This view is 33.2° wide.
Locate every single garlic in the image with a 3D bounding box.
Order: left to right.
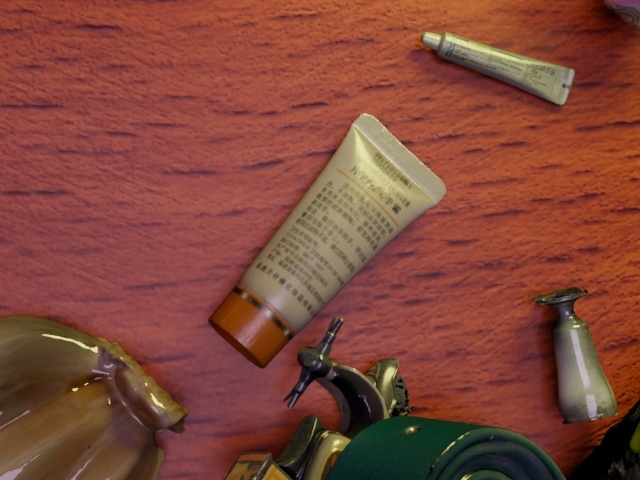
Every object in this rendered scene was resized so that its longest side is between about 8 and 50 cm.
[{"bbox_3d":[-0.322,0.218,1.171,0.325,0.132,0.279,-34,84,-12],"label":"garlic"}]

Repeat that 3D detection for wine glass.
[{"bbox_3d":[0.304,0.136,1.279,0.072,0.072,0.155,-13,90,-7],"label":"wine glass"}]

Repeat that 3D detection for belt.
[{"bbox_3d":[0.154,0.396,1.140,0.300,0.173,0.436,-32,105,-35],"label":"belt"}]

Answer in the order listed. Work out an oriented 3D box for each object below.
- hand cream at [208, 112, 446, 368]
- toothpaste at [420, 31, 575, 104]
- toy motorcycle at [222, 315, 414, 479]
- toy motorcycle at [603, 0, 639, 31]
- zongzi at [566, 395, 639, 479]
[{"bbox_3d":[0.000,0.000,1.238,0.139,0.089,0.314,45,79,-5],"label":"hand cream"},{"bbox_3d":[0.214,-0.215,1.299,0.197,0.029,0.048,17,89,-9],"label":"toothpaste"},{"bbox_3d":[0.009,0.218,1.196,0.157,0.091,0.263,46,56,-21],"label":"toy motorcycle"},{"bbox_3d":[0.439,-0.359,1.285,0.327,0.143,0.188,-17,99,-22],"label":"toy motorcycle"},{"bbox_3d":[0.429,0.251,1.250,0.383,0.362,0.319,-30,91,-46],"label":"zongzi"}]
